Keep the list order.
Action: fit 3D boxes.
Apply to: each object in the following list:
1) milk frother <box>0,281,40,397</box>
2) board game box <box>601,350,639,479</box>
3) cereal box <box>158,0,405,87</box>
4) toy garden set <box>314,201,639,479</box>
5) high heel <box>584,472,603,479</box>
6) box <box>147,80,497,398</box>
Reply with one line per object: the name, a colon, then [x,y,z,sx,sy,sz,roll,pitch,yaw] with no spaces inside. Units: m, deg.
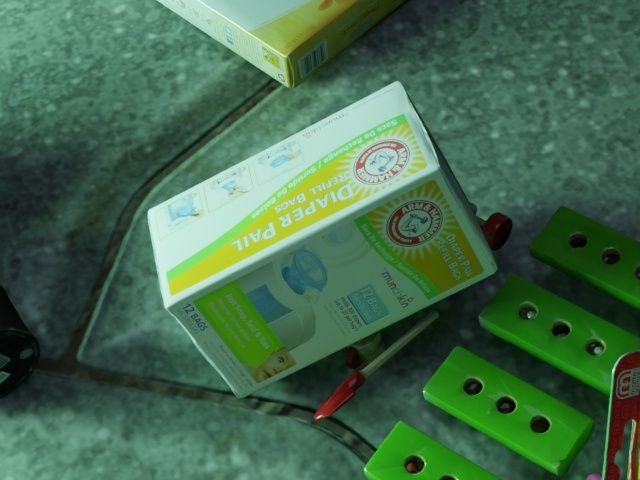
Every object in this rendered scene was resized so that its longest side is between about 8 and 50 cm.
milk frother: [-0.291,0.043,0.947,0.129,0.143,0.135,-32,59,-8]
board game box: [0.275,0.112,0.792,0.259,0.124,0.039,-5,16,-25]
cereal box: [-0.051,-0.249,1.194,0.240,0.047,0.173,36,65,28]
toy garden set: [0.109,0.078,0.938,0.204,0.049,0.244,28,66,29]
high heel: [0.256,0.224,0.791,0.117,0.082,0.244,-24,55,-13]
box: [0.000,0.000,0.922,0.203,0.114,0.103,-26,42,7]
